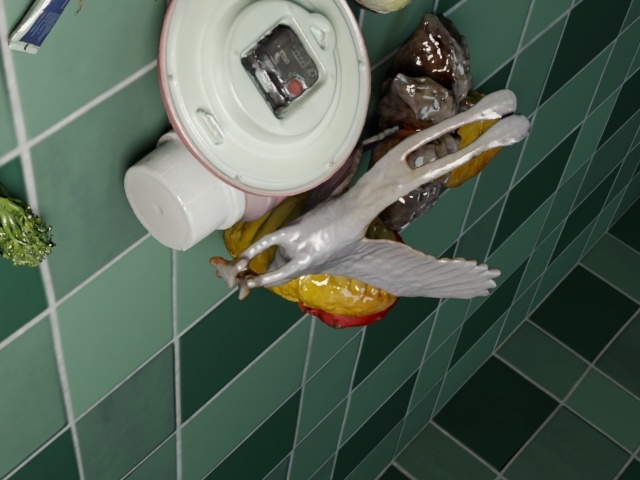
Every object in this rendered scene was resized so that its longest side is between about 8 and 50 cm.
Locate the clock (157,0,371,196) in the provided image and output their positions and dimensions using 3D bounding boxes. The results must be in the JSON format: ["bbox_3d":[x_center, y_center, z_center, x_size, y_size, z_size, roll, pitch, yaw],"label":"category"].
[{"bbox_3d":[-0.049,-0.162,1.035,0.244,0.056,0.244,3,86,-39],"label":"clock"}]

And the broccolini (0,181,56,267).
[{"bbox_3d":[-0.287,-0.044,0.923,0.054,0.051,0.239,-8,152,4],"label":"broccolini"}]

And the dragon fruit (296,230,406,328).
[{"bbox_3d":[0.045,0.043,1.582,0.209,0.172,0.172,-33,152,-27],"label":"dragon fruit"}]

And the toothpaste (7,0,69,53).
[{"bbox_3d":[-0.202,-0.207,0.857,0.140,0.021,0.037,-52,161,16],"label":"toothpaste"}]

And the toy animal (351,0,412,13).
[{"bbox_3d":[0.086,-0.310,1.217,0.137,0.098,0.098,-30,154,-10],"label":"toy animal"}]

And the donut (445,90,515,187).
[{"bbox_3d":[0.218,-0.164,1.719,0.152,0.101,0.259,-59,160,14],"label":"donut"}]

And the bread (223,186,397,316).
[{"bbox_3d":[0.000,0.004,1.339,0.240,0.240,0.139,-1,118,-65],"label":"bread"}]

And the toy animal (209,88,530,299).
[{"bbox_3d":[0.042,-0.016,1.094,0.302,0.225,0.284,-26,169,-12],"label":"toy animal"}]

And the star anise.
[{"bbox_3d":[0.138,-0.152,1.472,0.332,0.118,0.331,20,90,-79],"label":"star anise"}]

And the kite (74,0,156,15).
[{"bbox_3d":[-0.169,-0.263,0.877,0.198,0.006,0.244,-49,159,-12],"label":"kite"}]

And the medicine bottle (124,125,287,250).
[{"bbox_3d":[-0.082,-0.097,1.131,0.247,0.147,0.147,-41,155,-31],"label":"medicine bottle"}]
